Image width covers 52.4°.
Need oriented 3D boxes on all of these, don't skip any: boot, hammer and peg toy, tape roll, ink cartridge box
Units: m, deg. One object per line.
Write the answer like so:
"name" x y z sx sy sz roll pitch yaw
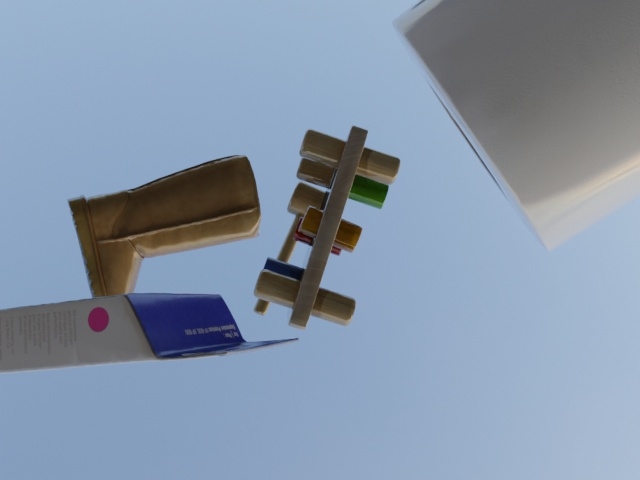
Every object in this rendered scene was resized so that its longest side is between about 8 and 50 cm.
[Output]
"boot" -0.217 0.011 0.981 0.269 0.089 0.236 -15 -69 -20
"hammer and peg toy" 0.000 0.000 0.932 0.127 0.361 0.266 18 -95 -2
"tape roll" 0.195 -0.135 0.552 0.169 0.246 0.246 -34 -110 14
"ink cartridge box" -0.223 0.091 0.626 0.370 0.175 0.069 -5 -96 17
